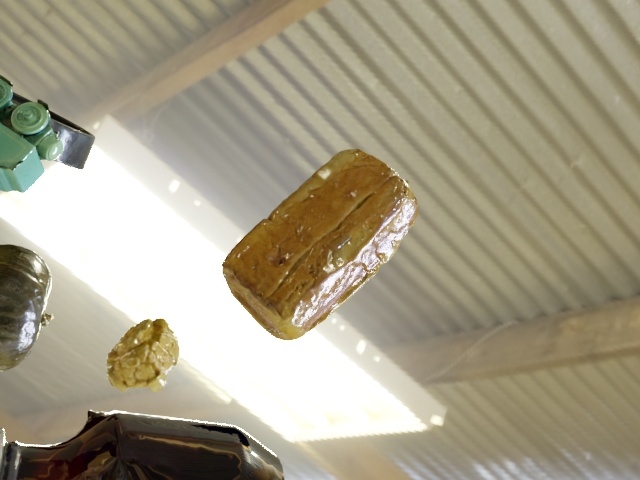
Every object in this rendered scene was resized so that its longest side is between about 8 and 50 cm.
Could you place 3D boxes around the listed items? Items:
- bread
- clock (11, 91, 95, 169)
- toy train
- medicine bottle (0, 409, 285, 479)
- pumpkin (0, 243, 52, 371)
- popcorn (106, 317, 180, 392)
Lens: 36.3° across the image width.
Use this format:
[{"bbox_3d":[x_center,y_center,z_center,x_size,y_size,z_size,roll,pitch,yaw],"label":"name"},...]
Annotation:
[{"bbox_3d":[0.000,0.000,1.433,0.167,0.294,0.132,36,-18,34],"label":"bread"},{"bbox_3d":[-0.643,-0.263,2.002,0.386,0.076,0.386,27,1,-1],"label":"clock"},{"bbox_3d":[-0.565,-0.184,1.727,0.203,0.163,0.112,31,-23,15],"label":"toy train"},{"bbox_3d":[-0.255,0.283,1.018,0.395,0.242,0.242,15,-32,-14],"label":"medicine bottle"},{"bbox_3d":[-0.529,0.112,1.636,0.157,0.223,0.223,19,-32,-14],"label":"pumpkin"},{"bbox_3d":[-0.415,0.270,2.289,0.163,0.194,0.140,13,-42,54],"label":"popcorn"}]
